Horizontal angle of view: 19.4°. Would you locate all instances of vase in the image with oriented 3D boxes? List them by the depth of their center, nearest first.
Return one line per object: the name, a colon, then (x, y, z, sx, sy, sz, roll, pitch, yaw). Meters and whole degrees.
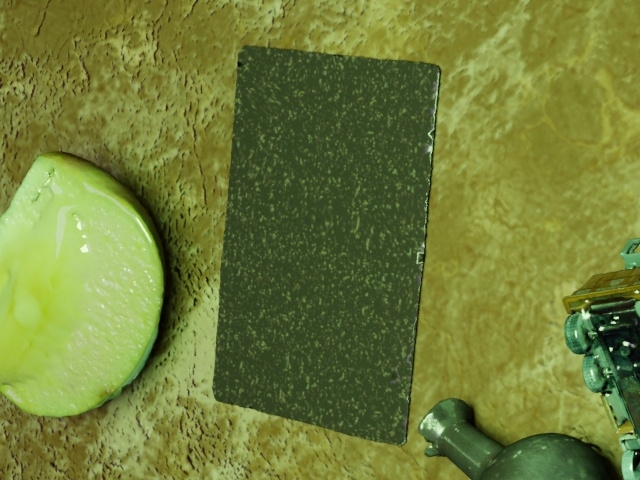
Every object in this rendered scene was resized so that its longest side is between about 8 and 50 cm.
vase: (0.148, 0.189, 1.489, 0.183, 0.120, 0.120, 35, 113, 44)

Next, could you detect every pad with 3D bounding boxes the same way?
pad: (0.000, 0.000, 1.646, 0.220, 0.004, 0.330, 11, 99, 35)

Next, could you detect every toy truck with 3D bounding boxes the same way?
toy truck: (0.258, 0.096, 1.400, 0.080, 0.115, 0.177, -11, 109, 36)

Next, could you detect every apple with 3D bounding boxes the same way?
apple: (-0.223, 0.052, 1.750, 0.193, 0.120, 0.265, 41, 119, 13)
